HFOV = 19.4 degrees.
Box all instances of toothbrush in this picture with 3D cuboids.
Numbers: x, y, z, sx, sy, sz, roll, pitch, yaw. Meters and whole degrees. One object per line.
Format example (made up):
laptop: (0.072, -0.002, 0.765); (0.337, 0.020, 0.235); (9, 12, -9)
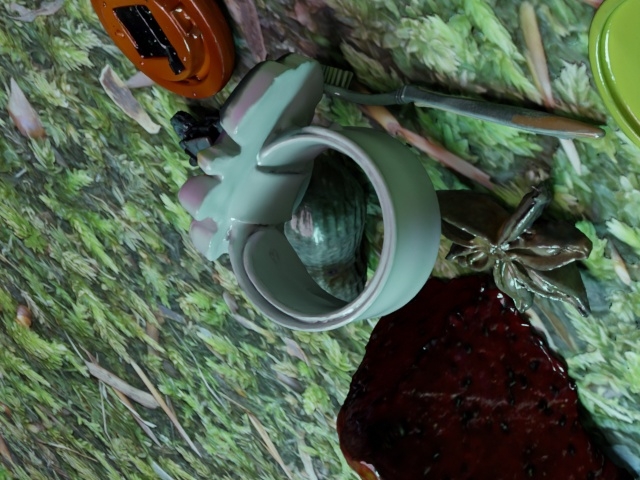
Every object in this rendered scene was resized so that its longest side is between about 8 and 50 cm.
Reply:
toothbrush: (0.120, -0.133, 1.815); (0.375, 0.037, 0.028); (17, -179, 41)

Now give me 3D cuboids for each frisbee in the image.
frisbee: (0.324, -0.124, 1.563); (0.236, 0.017, 0.236); (33, 150, 22)

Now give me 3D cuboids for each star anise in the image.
star anise: (0.197, 0.006, 1.874); (0.208, 0.063, 0.172); (-3, 131, 51)

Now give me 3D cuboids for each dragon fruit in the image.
dragon fruit: (0.156, 0.242, 2.055); (0.329, 0.286, 0.228); (45, 150, -20)

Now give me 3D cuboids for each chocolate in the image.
chocolate: (0.000, 0.000, 2.082); (0.110, 0.110, 0.248); (32, 155, 24)

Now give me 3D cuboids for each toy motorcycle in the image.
toy motorcycle: (-0.099, -0.098, 2.115); (0.122, 0.082, 0.213); (59, 162, -18)

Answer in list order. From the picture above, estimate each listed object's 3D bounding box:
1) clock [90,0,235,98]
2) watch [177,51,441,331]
clock: (-0.178, -0.240, 2.052); (0.205, 0.051, 0.205); (33, 150, 22)
watch: (-0.002, -0.038, 1.850); (0.231, 0.196, 0.244); (36, 113, 26)
